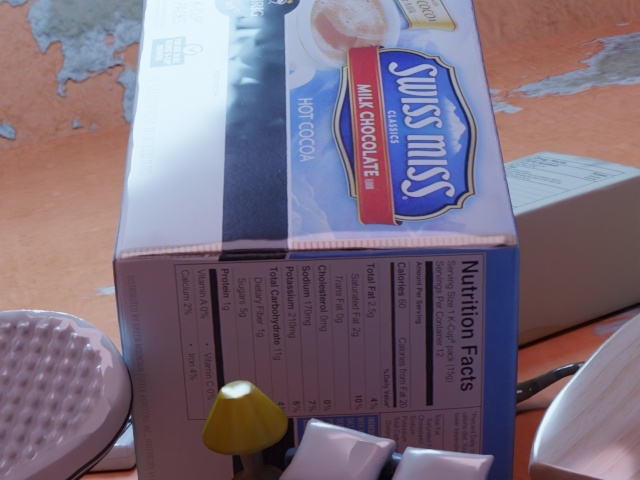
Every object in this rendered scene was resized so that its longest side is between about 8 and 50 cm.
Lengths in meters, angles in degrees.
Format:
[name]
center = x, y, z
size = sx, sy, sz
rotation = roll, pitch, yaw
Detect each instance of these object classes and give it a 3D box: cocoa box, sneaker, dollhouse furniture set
[cocoa box]
center = 0.000, 0.000, 1.195
size = 0.228, 0.231, 0.347
rotation = -2, 35, 0
[sneaker]
center = -0.241, 0.141, 1.075
size = 0.321, 0.126, 0.127
rotation = -21, -32, 10
[dollhouse furniture set]
center = 0.008, 0.140, 0.771
size = 0.303, 0.198, 0.286
rotation = 10, 32, 32

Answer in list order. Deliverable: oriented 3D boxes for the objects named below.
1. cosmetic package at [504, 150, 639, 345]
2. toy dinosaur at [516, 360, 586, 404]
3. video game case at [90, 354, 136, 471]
[cosmetic package]
center = 0.108, 0.024, 1.503
size = 0.309, 0.113, 0.160
rotation = -16, 16, -25
[toy dinosaur]
center = 0.050, 0.111, 1.308
size = 0.268, 0.064, 0.118
rotation = -16, 30, -24
[video game case]
center = -0.204, 0.136, 1.462
size = 0.193, 0.023, 0.212
rotation = -6, 16, 16
